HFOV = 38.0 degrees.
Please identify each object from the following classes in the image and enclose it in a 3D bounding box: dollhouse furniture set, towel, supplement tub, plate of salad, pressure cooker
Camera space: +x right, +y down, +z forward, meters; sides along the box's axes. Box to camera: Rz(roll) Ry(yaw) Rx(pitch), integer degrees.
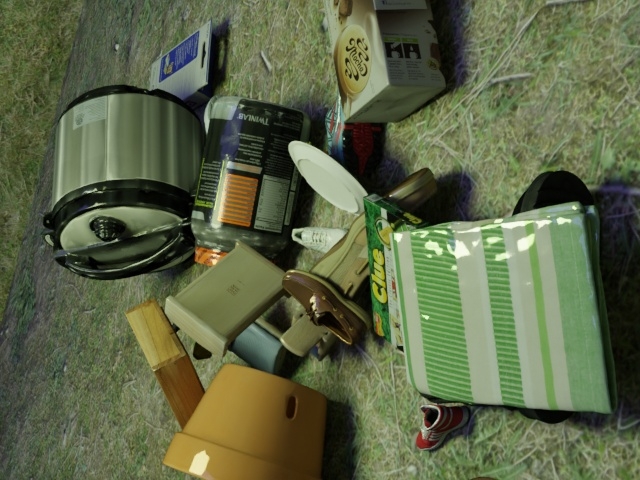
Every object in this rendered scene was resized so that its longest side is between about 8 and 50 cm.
[{"bbox_3d":[-0.143,0.209,1.736,0.286,0.198,0.303,35,141,18],"label":"dollhouse furniture set"},{"bbox_3d":[0.222,0.089,1.193,0.325,0.038,0.247,-7,88,49],"label":"towel"},{"bbox_3d":[-0.145,-0.108,1.882,0.207,0.207,0.338,13,92,57],"label":"supplement tub"},{"bbox_3d":[0.026,-0.114,1.663,0.048,0.200,0.200,-50,30,-15],"label":"plate of salad"},{"bbox_3d":[-0.453,-0.105,2.192,0.370,0.376,0.420,-45,43,48],"label":"pressure cooker"}]

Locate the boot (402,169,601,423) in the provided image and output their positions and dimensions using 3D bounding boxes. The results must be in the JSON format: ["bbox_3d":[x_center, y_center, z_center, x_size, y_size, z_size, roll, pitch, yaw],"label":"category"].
[{"bbox_3d":[0.240,0.075,1.305,0.260,0.131,0.348,5,86,57],"label":"boot"}]

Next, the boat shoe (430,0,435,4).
[{"bbox_3d":[0.226,-0.461,1.550,0.190,0.068,0.072,-41,61,59],"label":"boat shoe"}]

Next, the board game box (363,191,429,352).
[{"bbox_3d":[0.125,0.064,1.458,0.136,0.030,0.259,35,140,50],"label":"board game box"}]

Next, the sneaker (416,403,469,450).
[{"bbox_3d":[0.166,0.284,1.420,0.118,0.067,0.042,-50,43,38],"label":"sneaker"}]

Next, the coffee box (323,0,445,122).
[{"bbox_3d":[0.102,-0.370,1.597,0.168,0.119,0.297,-30,66,61],"label":"coffee box"}]

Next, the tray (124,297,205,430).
[{"bbox_3d":[-0.259,0.328,1.845,0.203,0.076,0.411,48,159,51],"label":"tray"}]

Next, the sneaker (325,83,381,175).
[{"bbox_3d":[0.048,-0.249,1.719,0.125,0.104,0.261,0,81,59],"label":"sneaker"}]

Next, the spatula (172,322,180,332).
[{"bbox_3d":[-0.233,0.105,1.972,0.084,0.030,0.296,-36,8,48],"label":"spatula"}]

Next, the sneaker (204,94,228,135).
[{"bbox_3d":[-0.230,-0.221,2.151,0.091,0.094,0.258,127,144,-49],"label":"sneaker"}]

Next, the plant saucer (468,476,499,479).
[{"bbox_3d":[0.223,0.437,1.320,0.198,0.036,0.198,-22,64,54],"label":"plant saucer"}]

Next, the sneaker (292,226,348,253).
[{"bbox_3d":[0.000,0.000,1.764,0.152,0.061,0.053,1,81,56],"label":"sneaker"}]

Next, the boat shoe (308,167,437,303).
[{"bbox_3d":[0.105,0.003,1.572,0.110,0.122,0.341,48,136,5],"label":"boat shoe"}]

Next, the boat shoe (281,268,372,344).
[{"bbox_3d":[0.004,0.114,1.606,0.178,0.060,0.064,34,144,10],"label":"boat shoe"}]

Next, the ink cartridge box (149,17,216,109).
[{"bbox_3d":[-0.349,-0.428,2.418,0.371,0.069,0.175,-17,67,57],"label":"ink cartridge box"}]

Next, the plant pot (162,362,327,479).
[{"bbox_3d":[-0.112,0.346,1.662,0.291,0.291,0.203,-5,62,57],"label":"plant pot"}]
